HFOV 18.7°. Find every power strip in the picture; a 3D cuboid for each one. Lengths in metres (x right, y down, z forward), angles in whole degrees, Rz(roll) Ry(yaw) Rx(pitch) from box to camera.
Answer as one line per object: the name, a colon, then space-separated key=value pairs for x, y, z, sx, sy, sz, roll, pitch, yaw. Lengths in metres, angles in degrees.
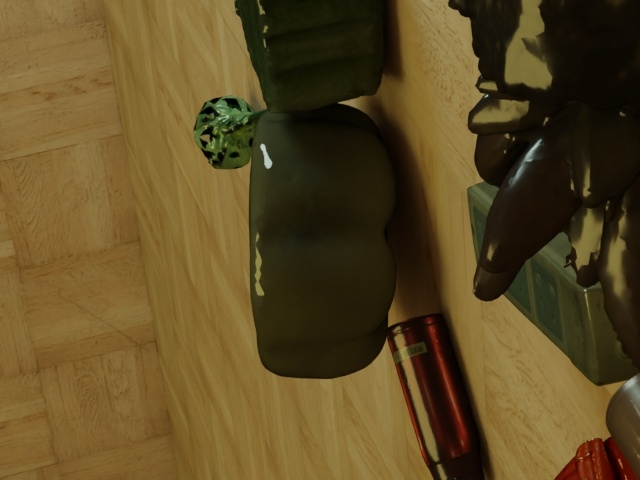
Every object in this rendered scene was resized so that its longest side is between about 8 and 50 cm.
power strip: x=0.165 y=0.021 z=1.360 sx=0.272 sy=0.052 sz=0.078 roll=-131 pitch=29 yaw=-65

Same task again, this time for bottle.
bottle: x=0.108 y=0.151 z=1.767 sx=0.060 sy=0.060 sz=0.164 roll=125 pitch=130 yaw=-75

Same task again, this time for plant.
plant: x=0.165 y=-0.102 z=0.967 sx=0.181 sy=0.194 sz=0.320 roll=-99 pitch=7 yaw=-59

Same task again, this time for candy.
candy: x=-0.080 y=-0.137 z=2.314 sx=0.305 sy=0.083 sz=0.091 roll=174 pitch=84 yaw=-70

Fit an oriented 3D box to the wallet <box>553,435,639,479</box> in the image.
wallet: x=0.196 y=0.234 z=1.423 sx=0.241 sy=0.067 sz=0.141 roll=104 pitch=152 yaw=-67

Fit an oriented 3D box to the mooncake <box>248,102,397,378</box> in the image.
mooncake: x=0.000 y=0.000 z=1.837 sx=0.275 sy=0.135 sz=0.275 roll=180 pitch=90 yaw=-88

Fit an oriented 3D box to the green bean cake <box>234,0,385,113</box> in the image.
green bean cake: x=-0.023 y=-0.247 z=1.767 sx=0.227 sy=0.125 sz=0.222 roll=-121 pitch=19 yaw=-60

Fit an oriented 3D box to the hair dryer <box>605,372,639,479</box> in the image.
hair dryer: x=0.225 y=0.083 z=1.149 sx=0.117 sy=0.064 sz=0.181 roll=-120 pitch=26 yaw=-52
